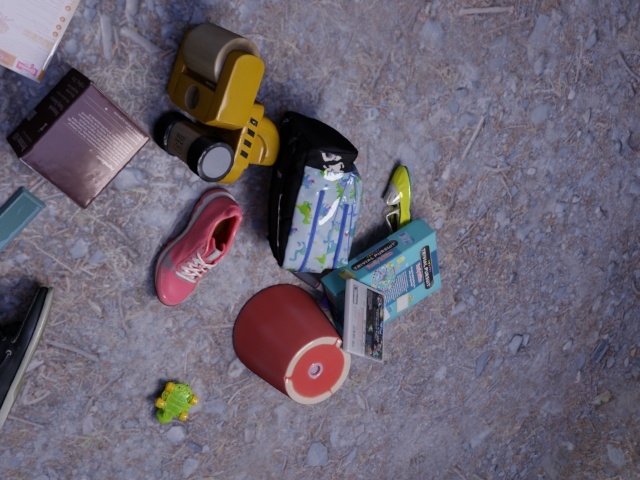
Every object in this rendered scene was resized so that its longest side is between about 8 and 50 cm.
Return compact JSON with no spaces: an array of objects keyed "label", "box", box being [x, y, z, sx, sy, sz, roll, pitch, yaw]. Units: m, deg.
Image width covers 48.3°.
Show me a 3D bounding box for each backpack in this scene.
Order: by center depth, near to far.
[{"label":"backpack","box":[-0.021,-0.090,1.722,0.273,0.290,0.356,15,109,-24]}]

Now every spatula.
[{"label":"spatula","box":[-0.001,0.127,1.968,0.084,0.030,0.296,-52,140,-2]}]

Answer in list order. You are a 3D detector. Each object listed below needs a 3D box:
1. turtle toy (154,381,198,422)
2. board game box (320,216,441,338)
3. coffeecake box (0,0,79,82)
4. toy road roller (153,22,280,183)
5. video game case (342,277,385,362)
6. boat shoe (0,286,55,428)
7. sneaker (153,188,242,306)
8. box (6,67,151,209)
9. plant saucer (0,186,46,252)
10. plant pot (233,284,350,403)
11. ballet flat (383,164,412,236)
[{"label":"turtle toy","box":[-0.381,0.421,1.850,0.095,0.066,0.130,34,93,-15]},{"label":"board game box","box":[0.180,0.121,2.019,0.336,0.079,0.254,-32,139,-14]},{"label":"coffeecake box","box":[-0.568,-0.419,1.356,0.142,0.068,0.186,25,96,-38]},{"label":"toy road roller","box":[-0.198,-0.288,1.577,0.240,0.202,0.330,1,116,-46]},{"label":"video game case","box":[0.116,0.212,1.869,0.173,0.022,0.191,26,61,-49]},{"label":"boat shoe","box":[-0.683,0.244,1.551,0.113,0.127,0.340,23,101,-14]},{"label":"sneaker","box":[-0.290,0.027,1.689,0.115,0.136,0.314,28,94,-37]},{"label":"box","box":[-0.487,-0.207,1.439,0.203,0.168,0.167,-49,128,-5]},{"label":"plant saucer","box":[-0.668,-0.023,1.502,0.192,0.018,0.067,-48,128,-6]},{"label":"plant pot","box":[-0.064,0.286,1.881,0.274,0.243,0.275,-13,117,-27]},{"label":"ballet flat","box":[0.215,-0.096,1.997,0.077,0.077,0.231,-15,120,-15]}]
